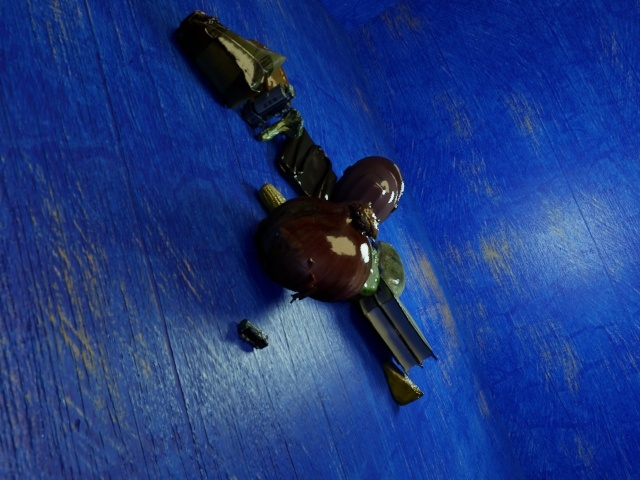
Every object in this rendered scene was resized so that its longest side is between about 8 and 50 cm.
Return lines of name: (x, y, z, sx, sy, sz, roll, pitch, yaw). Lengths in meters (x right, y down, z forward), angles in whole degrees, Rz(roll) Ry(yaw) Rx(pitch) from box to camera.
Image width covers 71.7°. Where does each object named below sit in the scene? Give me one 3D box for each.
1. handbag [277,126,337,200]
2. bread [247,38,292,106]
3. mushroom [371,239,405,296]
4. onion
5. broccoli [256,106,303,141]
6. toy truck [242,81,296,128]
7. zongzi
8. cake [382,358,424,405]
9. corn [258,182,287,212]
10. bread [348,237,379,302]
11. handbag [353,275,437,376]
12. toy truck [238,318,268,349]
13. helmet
handbag: (-0.045, -0.265, 1.708, 0.285, 0.114, 0.257, 52, 33, -30)
bread: (-0.209, -0.599, 1.628, 0.269, 0.143, 0.195, 65, 24, -5)
mushroom: (0.305, 0.137, 2.041, 0.247, 0.130, 0.344, 59, 23, -26)
onion: (-0.015, 0.030, 1.270, 0.353, 0.354, 0.353, 47, 30, -38)
broccoli: (-0.149, -0.401, 1.592, 0.122, 0.118, 0.204, 44, 53, 13)
toy truck: (-0.172, -0.457, 1.494, 0.088, 0.202, 0.074, 25, 49, -52)
zongzi: (-0.272, -0.624, 1.421, 0.289, 0.154, 0.317, 51, 48, -26)
cake: (0.319, 0.542, 1.712, 0.080, 0.116, 0.184, 23, 52, -60)
corn: (-0.126, -0.099, 1.422, 0.203, 0.072, 0.072, 52, 27, -27)
bread: (0.093, 0.041, 1.649, 0.366, 0.129, 0.382, 62, 23, -11)
handbag: (0.286, 0.328, 1.757, 0.358, 0.160, 0.236, 55, 10, -18)
toy truck: (-0.162, 0.227, 1.075, 0.083, 0.039, 0.044, 47, 16, -33)
helmet: (0.172, -0.172, 1.820, 0.271, 0.338, 0.197, 43, 34, 1)
